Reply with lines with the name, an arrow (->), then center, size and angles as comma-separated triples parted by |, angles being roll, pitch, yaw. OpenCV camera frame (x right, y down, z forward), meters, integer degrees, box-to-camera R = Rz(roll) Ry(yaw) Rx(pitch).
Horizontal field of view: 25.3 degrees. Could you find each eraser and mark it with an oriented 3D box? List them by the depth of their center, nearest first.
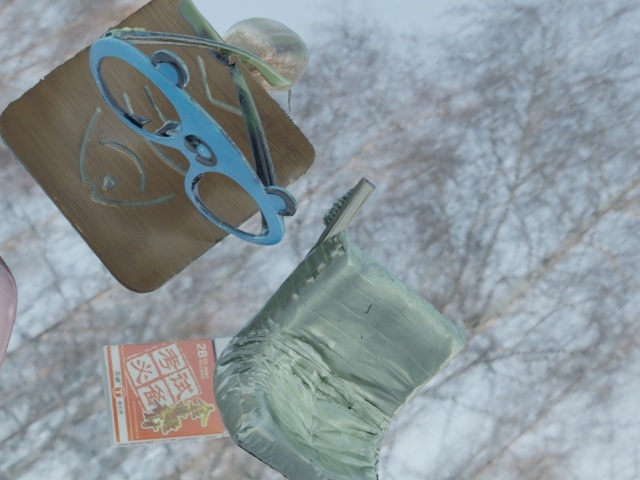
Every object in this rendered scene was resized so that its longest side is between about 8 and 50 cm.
eraser -> -0.220, 0.234, 2.225 | 0.038, 0.230, 0.157 | 126, -42, -62

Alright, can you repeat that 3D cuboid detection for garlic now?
garlic -> -0.076, -0.254, 2.068 | 0.090, 0.198, 0.128 | 35, -72, 26

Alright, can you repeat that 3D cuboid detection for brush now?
brush -> 0.000, 0.000, 1.762 | 0.027, 0.190, 0.034 | 37, 4, 35

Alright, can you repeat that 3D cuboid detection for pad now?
pad -> -0.194, -0.118, 1.681 | 0.286, 0.284, 0.018 | 50, -13, 8

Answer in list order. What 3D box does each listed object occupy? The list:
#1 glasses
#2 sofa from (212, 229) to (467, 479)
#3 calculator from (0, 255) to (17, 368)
glasses -> -0.101, -0.114, 1.269 | 0.102, 0.207, 0.239 | -31, -67, 20
sofa -> 0.028, 0.142, 1.481 | 0.210, 0.225, 0.176 | 41, 7, -26
calculator -> -0.304, 0.095, 1.096 | 0.330, 0.048, 0.220 | 17, -93, 61
